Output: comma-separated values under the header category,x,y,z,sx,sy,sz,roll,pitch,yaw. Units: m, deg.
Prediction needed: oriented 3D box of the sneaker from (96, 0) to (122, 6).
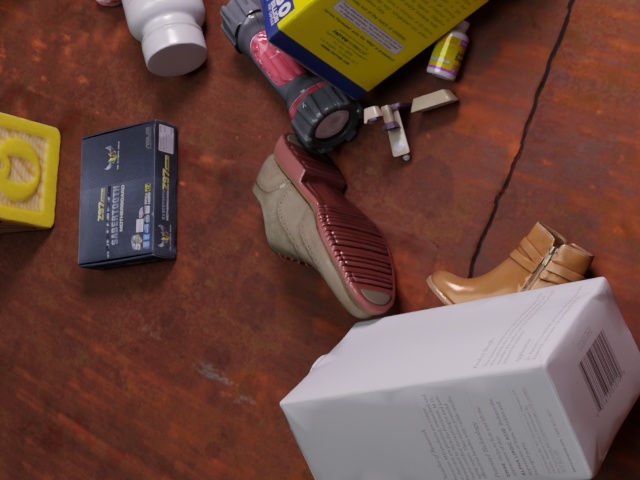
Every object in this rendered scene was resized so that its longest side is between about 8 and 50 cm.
category,x,y,z,sx,sy,sz,roll,pitch,yaw
sneaker,-0.366,-0.447,2.077,0.134,0.070,0.051,4,86,39

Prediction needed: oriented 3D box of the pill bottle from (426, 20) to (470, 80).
category,x,y,z,sx,sy,sz,roll,pitch,yaw
pill bottle,0.181,-0.268,1.646,0.043,0.043,0.083,23,96,38

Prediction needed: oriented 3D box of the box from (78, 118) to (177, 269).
category,x,y,z,sx,sy,sz,roll,pitch,yaw
box,-0.325,-0.074,1.984,0.183,0.059,0.232,-8,76,37

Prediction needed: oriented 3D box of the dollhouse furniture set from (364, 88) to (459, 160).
category,x,y,z,sx,sy,sz,roll,pitch,yaw
dollhouse furniture set,0.135,-0.160,1.647,0.114,0.091,0.081,-15,88,31

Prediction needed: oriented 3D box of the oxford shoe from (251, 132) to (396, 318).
category,x,y,z,sx,sy,sz,roll,pitch,yaw
oxford shoe,0.000,0.000,1.691,0.130,0.123,0.348,-50,43,25

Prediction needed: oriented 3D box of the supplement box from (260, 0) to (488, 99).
category,x,y,z,sx,sy,sz,roll,pitch,yaw
supplement box,0.101,-0.397,1.613,0.356,0.195,0.194,-35,47,27

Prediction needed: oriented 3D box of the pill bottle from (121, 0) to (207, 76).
category,x,y,z,sx,sy,sz,roll,pitch,yaw
pill bottle,-0.261,-0.394,1.949,0.131,0.131,0.229,-29,66,30

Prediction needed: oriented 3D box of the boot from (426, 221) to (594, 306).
category,x,y,z,sx,sy,sz,roll,pitch,yaw
boot,0.246,0.042,1.520,0.197,0.073,0.152,29,106,21

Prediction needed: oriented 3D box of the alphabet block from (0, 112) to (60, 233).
category,x,y,z,sx,sy,sz,roll,pitch,yaw
alphabet block,-0.609,-0.118,2.125,0.197,0.192,0.193,-4,81,36

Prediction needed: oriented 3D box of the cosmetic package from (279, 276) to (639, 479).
category,x,y,z,sx,sy,sz,roll,pitch,yaw
cosmetic package,0.168,0.184,1.433,0.385,0.217,0.156,-15,107,40

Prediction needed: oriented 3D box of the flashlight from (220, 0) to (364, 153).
category,x,y,z,sx,sy,sz,roll,pitch,yaw
flashlight,-0.053,-0.265,1.786,0.103,0.103,0.304,-48,58,21
